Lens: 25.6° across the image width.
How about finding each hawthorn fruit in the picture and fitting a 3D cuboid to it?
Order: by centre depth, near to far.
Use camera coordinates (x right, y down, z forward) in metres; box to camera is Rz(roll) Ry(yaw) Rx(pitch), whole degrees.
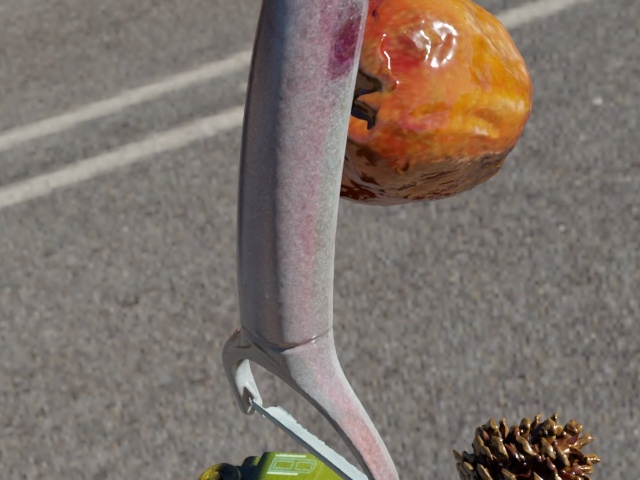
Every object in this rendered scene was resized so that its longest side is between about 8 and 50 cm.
[{"bbox_3d":[0.062,-0.108,1.005,0.179,0.173,0.173,-19,31,-12],"label":"hawthorn fruit"}]

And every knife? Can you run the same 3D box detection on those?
[{"bbox_3d":[-0.001,0.001,0.569,0.123,0.278,0.053,29,44,33],"label":"knife"}]

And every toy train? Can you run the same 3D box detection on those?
[{"bbox_3d":[-0.071,0.295,1.315,0.137,0.090,0.225,-2,40,28],"label":"toy train"}]

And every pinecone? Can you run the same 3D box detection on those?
[{"bbox_3d":[0.232,0.265,1.570,0.173,0.174,0.173,-8,30,5],"label":"pinecone"}]
